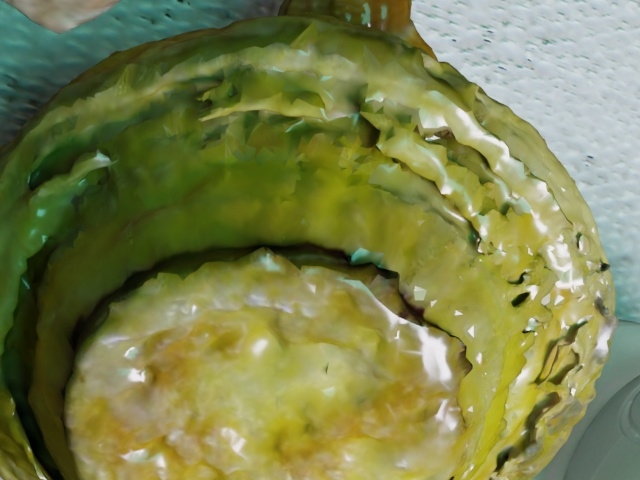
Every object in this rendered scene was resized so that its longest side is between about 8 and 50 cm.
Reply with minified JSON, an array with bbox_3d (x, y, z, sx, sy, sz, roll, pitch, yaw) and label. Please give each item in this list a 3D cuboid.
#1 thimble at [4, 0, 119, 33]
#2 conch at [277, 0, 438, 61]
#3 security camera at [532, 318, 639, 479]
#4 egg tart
[{"bbox_3d":[-0.094,-0.215,0.716,0.148,0.196,0.229,31,111,-31],"label":"thimble"},{"bbox_3d":[-0.005,-0.001,0.875,0.093,0.109,0.330,11,109,-1],"label":"conch"},{"bbox_3d":[0.190,0.146,0.941,0.194,0.236,0.194,-5,101,-30],"label":"security camera"},{"bbox_3d":[-0.024,0.048,0.779,0.294,0.123,0.294,2,118,3],"label":"egg tart"}]
